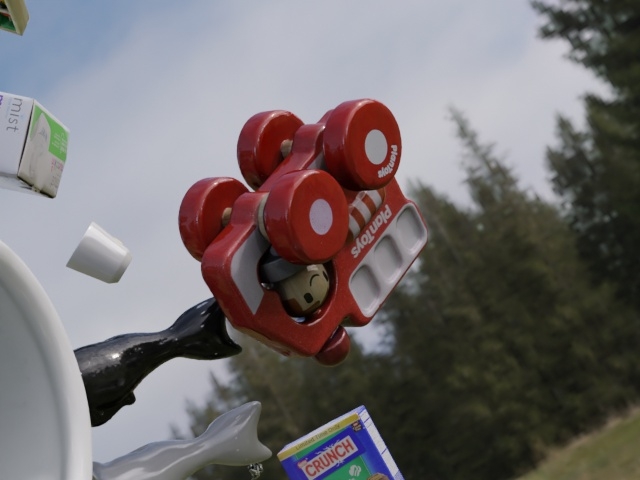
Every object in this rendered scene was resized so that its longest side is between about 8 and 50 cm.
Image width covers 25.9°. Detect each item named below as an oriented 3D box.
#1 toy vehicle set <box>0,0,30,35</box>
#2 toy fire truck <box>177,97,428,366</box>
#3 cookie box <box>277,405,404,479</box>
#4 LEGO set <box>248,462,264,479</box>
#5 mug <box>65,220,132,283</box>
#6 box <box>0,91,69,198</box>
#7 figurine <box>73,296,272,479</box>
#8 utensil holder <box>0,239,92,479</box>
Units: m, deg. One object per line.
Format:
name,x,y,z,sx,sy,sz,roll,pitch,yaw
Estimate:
toy vehicle set,-0.582,-0.400,2.107,0.166,0.267,0.035,90,-162,-70
toy fire truck,0.000,0.000,1.543,0.169,0.254,0.302,-3,38,41
cookie box,0.025,0.227,1.329,0.092,0.107,0.040,-30,-3,11
LEGO set,-0.082,0.303,1.813,0.023,0.083,0.054,-11,17,0
mug,-0.257,0.014,1.656,0.062,0.064,0.078,-50,12,54
box,-0.529,-0.154,2.129,0.231,0.127,0.262,11,-6,3
figurine,-0.164,0.187,1.527,0.209,0.215,0.092,-22,15,-23
utensil holder,-0.444,0.189,1.208,0.385,0.328,0.327,-16,-7,17
